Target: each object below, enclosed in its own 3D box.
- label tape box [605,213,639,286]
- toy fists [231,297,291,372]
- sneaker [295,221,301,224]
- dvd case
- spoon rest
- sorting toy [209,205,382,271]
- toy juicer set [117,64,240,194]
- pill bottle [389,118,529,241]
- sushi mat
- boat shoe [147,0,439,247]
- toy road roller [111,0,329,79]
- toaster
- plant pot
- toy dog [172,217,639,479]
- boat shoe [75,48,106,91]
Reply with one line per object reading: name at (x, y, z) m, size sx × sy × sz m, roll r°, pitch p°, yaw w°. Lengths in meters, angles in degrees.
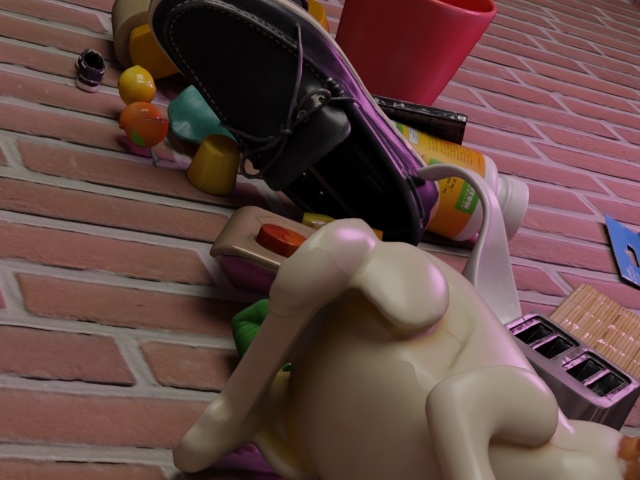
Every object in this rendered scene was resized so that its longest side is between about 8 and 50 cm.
label tape box at (0.669, 0.038, 2.271) m, size 0.347 × 0.115 × 0.249 m, roll 25°, pitch 24°, yaw -7°
toy fists at (0.033, 0.126, 1.486) m, size 0.279 × 0.096 × 0.142 m, roll 10°, pitch 26°, yaw -29°
sneaker at (-0.050, -0.003, 1.746) m, size 0.043 × 0.040 × 0.109 m, roll 25°, pitch 16°, yaw 26°
dvd case at (0.133, -0.158, 2.045) m, size 0.164 × 0.018 × 0.221 m, roll 12°, pitch -19°, yaw 5°
spoon rest at (0.209, 0.020, 1.764) m, size 0.137 × 0.084 × 0.276 m, roll 6°, pitch 63°, yaw -59°
sorting toy at (0.000, 0.000, 1.619) m, size 0.229 × 0.041 × 0.307 m, roll 17°, pitch 14°, yaw 0°
toy juicer set at (-0.186, -0.191, 1.928) m, size 0.209 × 0.089 × 0.329 m, roll 21°, pitch 35°, yaw -2°
pill bottle at (0.177, -0.079, 1.993) m, size 0.245 × 0.136 × 0.136 m, roll 19°, pitch 25°, yaw -14°
sushi mat at (0.391, 0.142, 1.897) m, size 0.151 × 0.019 × 0.316 m, roll 33°, pitch 25°, yaw 14°
boat shoe at (-0.026, -0.156, 1.771) m, size 0.500 × 0.186 × 0.156 m, roll 44°, pitch 28°, yaw -22°
toy road roller at (-0.148, -0.305, 2.126) m, size 0.329 × 0.241 × 0.202 m, roll -16°, pitch 32°, yaw -1°
toaster at (0.268, 0.178, 1.591) m, size 0.168 × 0.110 × 0.185 m, roll 36°, pitch 26°, yaw 23°
plant pot at (0.143, -0.363, 2.410) m, size 0.274 × 0.243 × 0.275 m, roll 22°, pitch 24°, yaw -10°
toy dog at (0.130, 0.205, 1.243) m, size 0.408 × 0.285 × 0.395 m, roll 40°, pitch 20°, yaw 15°
boat shoe at (-0.336, -0.259, 1.977) m, size 0.046 × 0.038 × 0.125 m, roll 20°, pitch 24°, yaw -12°
